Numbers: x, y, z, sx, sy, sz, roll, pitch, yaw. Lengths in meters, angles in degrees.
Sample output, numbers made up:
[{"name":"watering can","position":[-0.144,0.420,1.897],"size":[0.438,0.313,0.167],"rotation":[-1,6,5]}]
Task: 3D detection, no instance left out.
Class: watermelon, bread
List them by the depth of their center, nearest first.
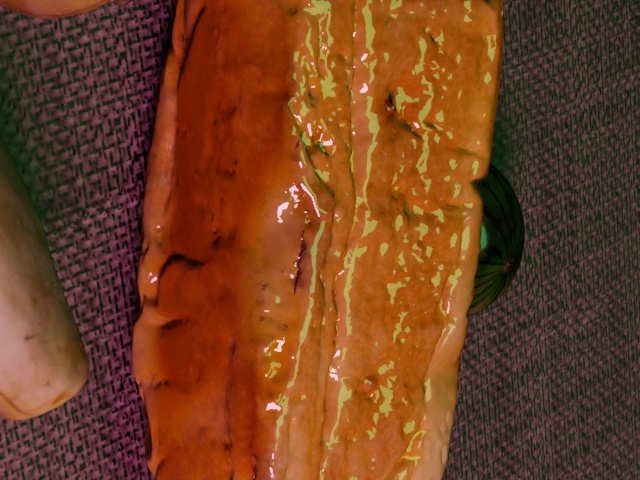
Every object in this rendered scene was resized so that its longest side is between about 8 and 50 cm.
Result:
[{"name":"bread","position":[0.000,0.000,0.956],"size":[0.167,0.132,0.294],"rotation":[-2,102,-47]},{"name":"watermelon","position":[0.083,0.003,1.101],"size":[0.105,0.062,0.105],"rotation":[-25,125,-40]}]

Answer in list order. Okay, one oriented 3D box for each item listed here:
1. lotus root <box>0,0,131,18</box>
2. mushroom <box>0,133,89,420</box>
[{"name":"lotus root","position":[-0.134,-0.214,0.744],"size":[0.154,0.154,0.278],"rotation":[-48,128,-30]},{"name":"mushroom","position":[-0.184,-0.061,0.764],"size":[0.107,0.087,0.333],"rotation":[-90,161,-46]}]
